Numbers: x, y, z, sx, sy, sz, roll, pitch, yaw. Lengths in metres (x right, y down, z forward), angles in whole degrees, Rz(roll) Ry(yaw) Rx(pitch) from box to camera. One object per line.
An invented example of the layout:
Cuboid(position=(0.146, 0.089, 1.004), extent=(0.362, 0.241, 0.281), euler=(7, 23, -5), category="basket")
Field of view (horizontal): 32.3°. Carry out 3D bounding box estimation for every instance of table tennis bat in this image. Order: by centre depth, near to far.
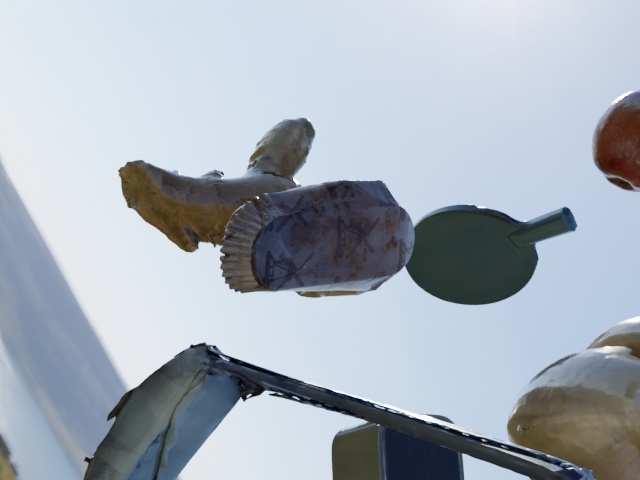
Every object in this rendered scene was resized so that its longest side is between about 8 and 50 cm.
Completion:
Cuboid(position=(0.283, 0.015, 1.863), extent=(0.329, 0.044, 0.215), euler=(-25, -62, 40), category="table tennis bat")

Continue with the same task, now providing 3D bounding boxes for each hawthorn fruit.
Cuboid(position=(0.531, -0.162, 1.825), extent=(0.173, 0.172, 0.173), euler=(56, -13, 21), category="hawthorn fruit")

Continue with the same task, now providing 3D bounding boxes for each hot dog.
Cuboid(position=(0.000, 0.000, 1.193), extent=(0.069, 0.252, 0.131), euler=(11, -77, 49), category="hot dog")

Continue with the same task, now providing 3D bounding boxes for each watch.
Cuboid(position=(-0.015, 0.156, 0.708), extent=(0.274, 0.276, 0.068), euler=(45, 0, 42), category="watch")

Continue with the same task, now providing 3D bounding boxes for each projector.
Cuboid(position=(0.065, 0.194, 0.938), extent=(0.082, 0.083, 0.083), euler=(-32, -123, 57), category="projector")

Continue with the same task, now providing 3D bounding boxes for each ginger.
Cuboid(position=(-0.103, -0.027, 1.694), extent=(0.122, 0.348, 0.363), euler=(104, -36, -57), category="ginger")

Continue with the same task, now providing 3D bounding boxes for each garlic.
Cuboid(position=(0.362, 0.212, 1.313), extent=(0.313, 0.286, 0.249), euler=(85, -14, -49), category="garlic")
